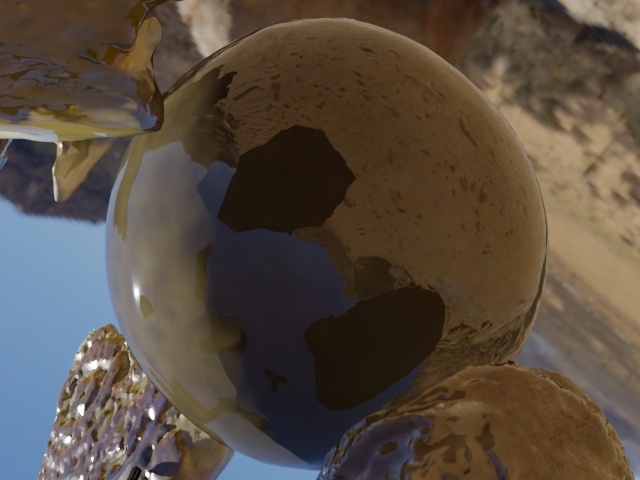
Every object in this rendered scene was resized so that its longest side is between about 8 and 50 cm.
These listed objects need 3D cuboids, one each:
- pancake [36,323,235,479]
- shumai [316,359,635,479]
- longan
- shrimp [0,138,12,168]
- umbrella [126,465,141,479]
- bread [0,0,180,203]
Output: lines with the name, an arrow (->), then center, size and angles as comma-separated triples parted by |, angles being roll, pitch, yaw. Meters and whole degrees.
pancake -> -0.136, 0.133, 0.982 | 0.057, 0.266, 0.244 | 28, -155, -27
shumai -> 0.060, 0.161, 0.564 | 0.161, 0.209, 0.153 | 19, -171, 8
longan -> 0.000, 0.000, 0.752 | 0.258, 0.258, 0.258 | 40, -178, -2
shrimp -> -0.213, -0.082, 0.831 | 0.058, 0.253, 0.173 | 21, -144, -32
umbrella -> -0.136, 0.223, 0.765 | 0.044, 0.044, 0.269 | 9, -146, 11
bread -> -0.167, -0.169, 0.324 | 0.394, 0.361, 0.250 | 1, -140, -37
